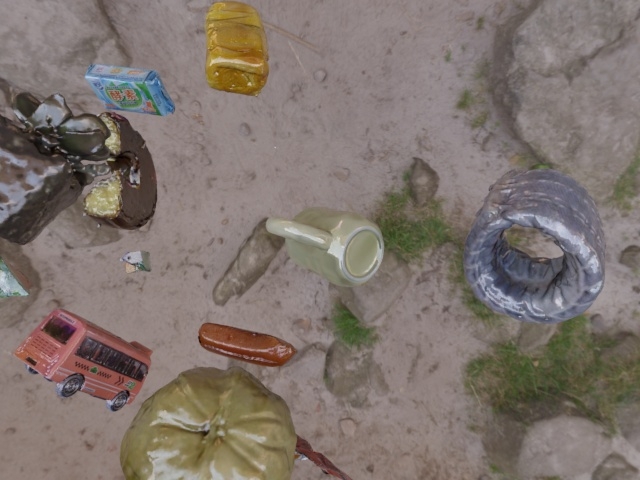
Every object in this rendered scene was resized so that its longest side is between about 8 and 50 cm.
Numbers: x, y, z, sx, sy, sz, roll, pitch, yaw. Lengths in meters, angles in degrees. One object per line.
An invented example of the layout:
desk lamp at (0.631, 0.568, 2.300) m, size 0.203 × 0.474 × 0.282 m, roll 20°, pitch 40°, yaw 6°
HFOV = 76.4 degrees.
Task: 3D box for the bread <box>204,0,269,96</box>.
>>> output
bread at (-0.225, -0.526, 1.100) m, size 0.166 × 0.294 × 0.132 m, roll -3°, pitch 148°, yaw -9°

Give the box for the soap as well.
soap at (-0.639, -0.506, 1.370) m, size 0.293 × 0.156 × 0.077 m, roll 9°, pitch 62°, yaw 9°

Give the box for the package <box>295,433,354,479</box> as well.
package at (-0.052, 0.504, 0.975) m, size 0.269 × 0.194 × 0.071 m, roll 6°, pitch 67°, yaw 27°

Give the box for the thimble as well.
thimble at (0.351, 0.005, 0.678) m, size 0.236 × 0.205 × 0.172 m, roll 57°, pitch 47°, yaw -21°

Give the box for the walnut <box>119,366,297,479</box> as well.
walnut at (-0.190, 0.360, 0.703) m, size 0.282 × 0.253 × 0.277 m, roll 0°, pitch 140°, yaw -29°

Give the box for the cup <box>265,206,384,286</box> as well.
cup at (0.013, -0.014, 0.953) m, size 0.173 × 0.202 × 0.255 m, roll -53°, pitch 126°, yaw -15°

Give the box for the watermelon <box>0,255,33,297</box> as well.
watermelon at (-0.999, 0.124, 1.297) m, size 0.101 × 0.080 × 0.155 m, roll -29°, pitch 99°, yaw -4°

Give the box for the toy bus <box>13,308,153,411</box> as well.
toy bus at (-0.781, 0.412, 1.397) m, size 0.203 × 0.427 × 0.233 m, roll 19°, pitch 65°, yaw 23°

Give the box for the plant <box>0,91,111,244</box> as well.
plant at (-0.515, -0.137, 0.716) m, size 0.199 × 0.188 × 0.276 m, roll 35°, pitch 65°, yaw -17°

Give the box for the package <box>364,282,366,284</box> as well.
package at (0.140, 0.142, 1.687) m, size 0.131 × 0.047 × 0.071 m, roll 23°, pitch 68°, yaw -44°

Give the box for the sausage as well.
sausage at (-0.228, 0.311, 1.209) m, size 0.330 × 0.102 × 0.102 m, roll 4°, pitch 105°, yaw 27°

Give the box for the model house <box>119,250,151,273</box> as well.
model house at (-0.769, 0.092, 1.684) m, size 0.100 × 0.101 × 0.088 m, roll -9°, pitch 81°, yaw -6°

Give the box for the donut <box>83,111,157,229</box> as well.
donut at (-0.604, -0.194, 1.234) m, size 0.136 × 0.259 × 0.345 m, roll -7°, pitch 84°, yaw 2°
